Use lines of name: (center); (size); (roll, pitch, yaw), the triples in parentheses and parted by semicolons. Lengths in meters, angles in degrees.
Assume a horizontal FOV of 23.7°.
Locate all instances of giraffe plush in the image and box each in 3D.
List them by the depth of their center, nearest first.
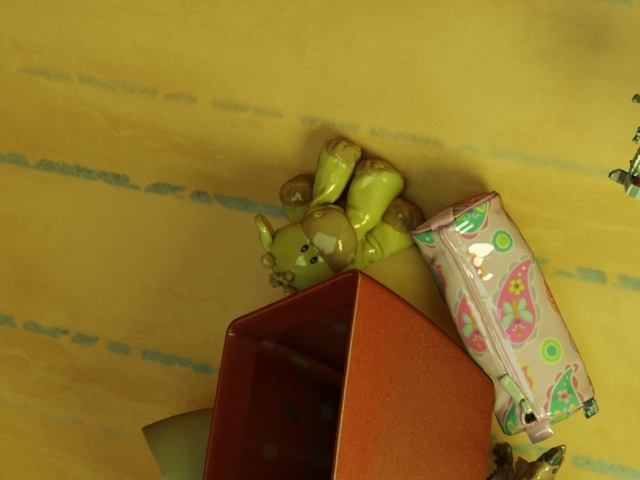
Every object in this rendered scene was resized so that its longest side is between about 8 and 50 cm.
giraffe plush: (0.000, 0.000, 1.802); (0.181, 0.170, 0.210); (33, 112, 13)

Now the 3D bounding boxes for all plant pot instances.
plant pot: (0.043, 0.218, 1.698); (0.267, 0.235, 0.267); (-24, 51, 51)
plant pot: (-0.074, 0.315, 1.875); (0.191, 0.284, 0.284); (-27, 90, -8)

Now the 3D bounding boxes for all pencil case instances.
pencil case: (0.211, 0.088, 1.759); (0.124, 0.124, 0.284); (-24, 90, 26)

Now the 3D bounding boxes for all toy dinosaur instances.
toy dinosaur: (0.234, 0.358, 1.761); (0.127, 0.200, 0.296); (2, 102, 23)

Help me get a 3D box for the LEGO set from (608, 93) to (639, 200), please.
LEGO set: (0.417, -0.149, 1.546); (0.192, 0.255, 0.331); (25, 118, 0)
